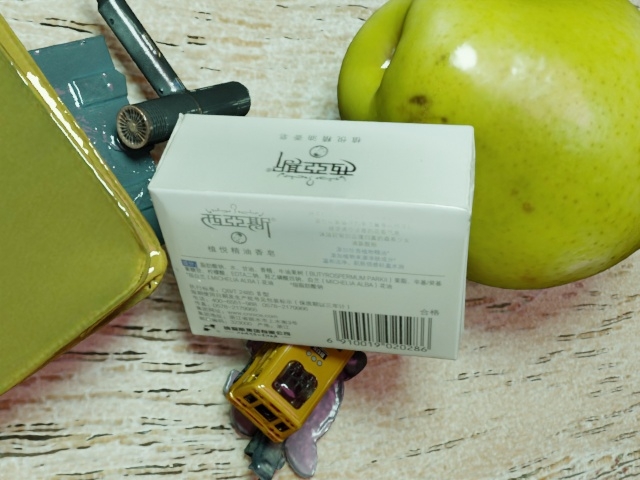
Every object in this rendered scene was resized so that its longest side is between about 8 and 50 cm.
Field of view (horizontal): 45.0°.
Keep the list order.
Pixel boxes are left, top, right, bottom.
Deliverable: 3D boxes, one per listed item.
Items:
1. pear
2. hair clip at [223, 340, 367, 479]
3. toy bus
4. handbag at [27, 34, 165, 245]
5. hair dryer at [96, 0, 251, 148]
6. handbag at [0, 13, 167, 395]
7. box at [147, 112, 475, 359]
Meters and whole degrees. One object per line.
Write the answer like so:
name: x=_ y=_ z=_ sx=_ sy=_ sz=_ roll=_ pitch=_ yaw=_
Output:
pear: x=0.218 y=-0.127 z=0.877 sx=0.418 sy=0.362 sz=0.362 roll=19 pitch=74 yaw=-31
hair clip: x=-0.039 y=0.181 z=0.865 sx=0.146 sy=0.056 sz=0.187 roll=34 pitch=59 yaw=-18
toy bus: x=-0.008 y=0.115 z=0.826 sx=0.083 sy=0.088 sz=0.194 roll=43 pitch=55 yaw=-5
handbag: x=-0.248 y=-0.084 z=0.783 sx=0.179 sy=0.062 sz=0.229 roll=-22 pitch=93 yaw=-29
hair dryer: x=-0.173 y=-0.202 z=0.818 sx=0.173 sy=0.050 sz=0.194 roll=-29 pitch=93 yaw=-55
handbag: x=-0.347 y=-0.054 z=0.650 sx=0.283 sy=0.133 sz=0.401 roll=-36 pitch=94 yaw=-2
box: x=0.001 y=-0.002 z=0.727 sx=0.274 sy=0.203 sz=0.116 roll=4 pitch=46 yaw=11
